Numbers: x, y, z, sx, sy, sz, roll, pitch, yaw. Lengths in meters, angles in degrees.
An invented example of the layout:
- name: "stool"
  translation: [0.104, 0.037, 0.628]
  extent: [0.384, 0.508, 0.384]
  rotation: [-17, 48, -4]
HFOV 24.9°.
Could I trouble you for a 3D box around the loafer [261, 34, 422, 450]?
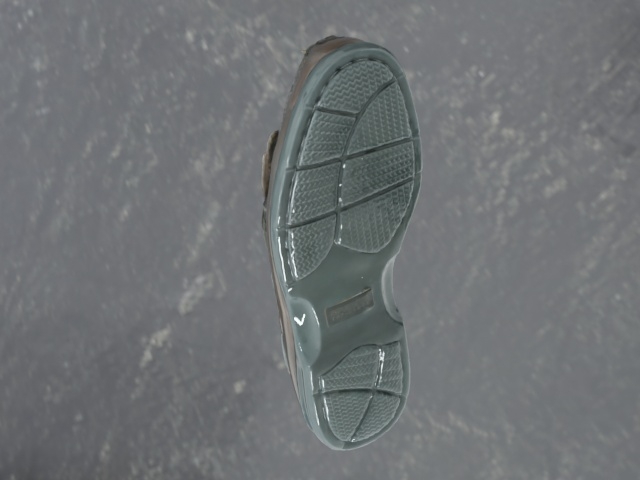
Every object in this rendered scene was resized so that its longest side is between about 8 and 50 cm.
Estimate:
- name: "loafer"
  translation: [0.000, 0.000, 0.858]
  extent: [0.096, 0.084, 0.268]
  rotation: [-17, 124, -25]
